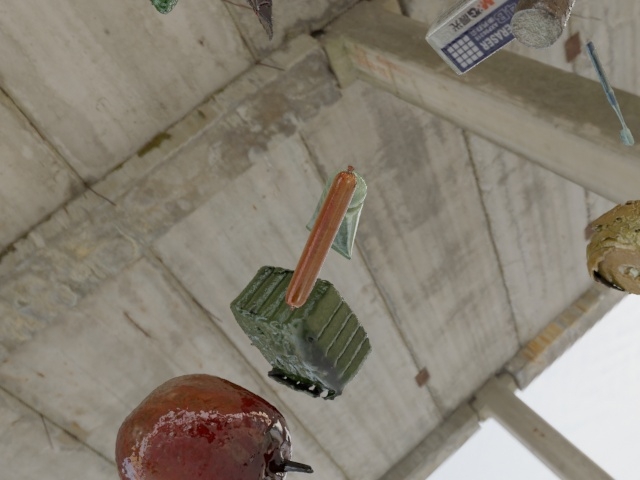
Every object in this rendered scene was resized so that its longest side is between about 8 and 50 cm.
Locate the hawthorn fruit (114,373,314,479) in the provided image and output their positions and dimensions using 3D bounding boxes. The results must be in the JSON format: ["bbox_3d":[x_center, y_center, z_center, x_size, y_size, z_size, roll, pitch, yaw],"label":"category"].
[{"bbox_3d":[-0.179,0.388,1.151,0.285,0.369,0.284,-15,-73,-63],"label":"hawthorn fruit"}]

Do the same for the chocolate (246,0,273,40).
[{"bbox_3d":[-0.068,-0.273,0.580,0.028,0.086,0.182,-23,-38,-7],"label":"chocolate"}]

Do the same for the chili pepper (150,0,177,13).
[{"bbox_3d":[-0.235,-0.534,1.199,0.253,0.099,0.083,-40,-84,9],"label":"chili pepper"}]

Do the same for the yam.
[{"bbox_3d":[0.320,-0.343,0.889,0.079,0.079,0.141,49,-118,-45],"label":"yam"}]

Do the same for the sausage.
[{"bbox_3d":[0.000,0.000,1.360,0.053,0.053,0.347,7,-66,-40],"label":"sausage"}]

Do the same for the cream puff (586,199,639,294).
[{"bbox_3d":[0.385,0.005,0.767,0.104,0.120,0.133,-52,-46,-26],"label":"cream puff"}]

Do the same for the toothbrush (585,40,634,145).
[{"bbox_3d":[0.567,-0.287,1.258,0.016,0.019,0.219,-27,-83,-12],"label":"toothbrush"}]

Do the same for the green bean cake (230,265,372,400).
[{"bbox_3d":[-0.065,0.249,1.743,0.218,0.335,0.319,-53,-51,-28],"label":"green bean cake"}]

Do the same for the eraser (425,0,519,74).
[{"bbox_3d":[0.360,-0.469,1.320,0.124,0.279,0.081,40,-130,-19],"label":"eraser"}]

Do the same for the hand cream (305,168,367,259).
[{"bbox_3d":[0.039,-0.057,1.527,0.093,0.147,0.305,-49,-10,-27],"label":"hand cream"}]
